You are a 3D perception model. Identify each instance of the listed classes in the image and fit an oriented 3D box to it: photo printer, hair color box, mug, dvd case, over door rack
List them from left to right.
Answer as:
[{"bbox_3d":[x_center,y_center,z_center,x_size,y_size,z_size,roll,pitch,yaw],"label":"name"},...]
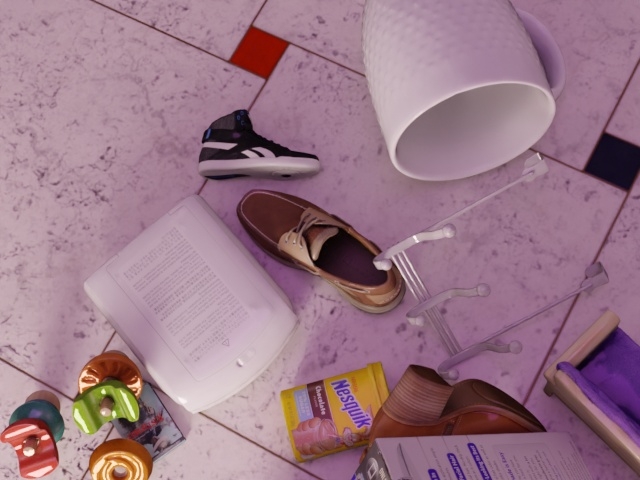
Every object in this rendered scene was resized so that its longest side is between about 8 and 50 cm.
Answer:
[{"bbox_3d":[-0.288,0.305,1.763,0.087,0.013,0.119,-35,72,-5],"label":"dvd case"},{"bbox_3d":[-0.204,0.111,1.768,0.256,0.107,0.307,-41,72,-7],"label":"photo printer"},{"bbox_3d":[0.248,-0.310,1.793,0.374,0.276,0.328,-2,60,-25],"label":"mug"},{"bbox_3d":[0.234,0.377,1.516,0.339,0.110,0.185,5,42,-27],"label":"hair color box"},{"bbox_3d":[0.278,0.044,1.677,0.324,0.108,0.239,-32,105,-3],"label":"over door rack"}]

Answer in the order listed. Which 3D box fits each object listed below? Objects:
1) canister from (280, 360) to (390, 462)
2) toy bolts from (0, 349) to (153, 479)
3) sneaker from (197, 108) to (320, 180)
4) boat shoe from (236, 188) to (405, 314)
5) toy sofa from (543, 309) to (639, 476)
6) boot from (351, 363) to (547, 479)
[{"bbox_3d":[0.031,0.275,1.703,0.170,0.073,0.126,-16,70,3],"label":"canister"},{"bbox_3d":[-0.383,0.297,1.732,0.228,0.158,0.218,-15,114,1],"label":"toy bolts"},{"bbox_3d":[-0.106,-0.172,1.865,0.217,0.079,0.121,0,73,8],"label":"sneaker"},{"bbox_3d":[0.000,0.000,1.774,0.324,0.116,0.123,29,77,15],"label":"boat shoe"},{"bbox_3d":[0.511,0.280,1.588,0.150,0.177,0.362,-42,71,-7],"label":"toy sofa"},{"bbox_3d":[0.195,0.324,1.640,0.220,0.283,0.109,-64,33,12],"label":"boot"}]
